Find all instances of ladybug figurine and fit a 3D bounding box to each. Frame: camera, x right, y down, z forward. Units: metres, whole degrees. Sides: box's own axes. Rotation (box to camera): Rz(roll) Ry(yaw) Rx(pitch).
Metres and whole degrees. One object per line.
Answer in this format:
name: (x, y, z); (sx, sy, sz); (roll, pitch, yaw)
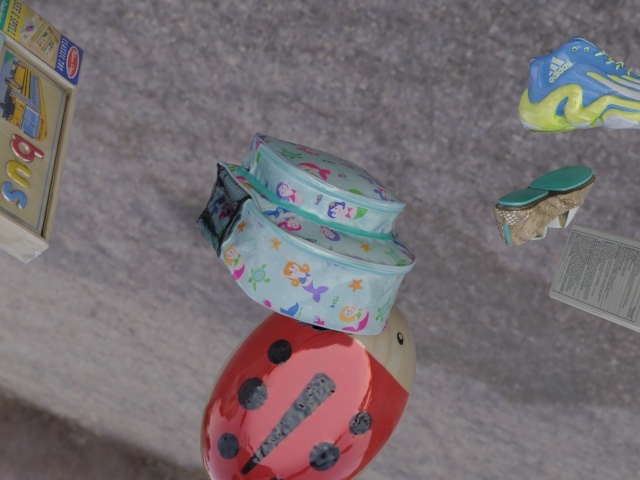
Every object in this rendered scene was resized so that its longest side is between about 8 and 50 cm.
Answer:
ladybug figurine: (-0.024, 0.271, 1.829); (0.305, 0.449, 0.162); (38, 177, 3)

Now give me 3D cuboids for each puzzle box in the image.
puzzle box: (-0.451, -0.193, 1.464); (0.052, 0.409, 0.272); (-30, 132, 27)

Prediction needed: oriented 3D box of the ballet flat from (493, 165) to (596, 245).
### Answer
ballet flat: (0.284, -0.041, 1.397); (0.073, 0.206, 0.067); (13, 115, 42)

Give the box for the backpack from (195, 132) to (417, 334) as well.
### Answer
backpack: (-0.008, -0.002, 1.303); (0.225, 0.191, 0.253); (16, -157, -29)

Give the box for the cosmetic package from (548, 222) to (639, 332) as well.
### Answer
cosmetic package: (0.541, 0.075, 1.898); (0.129, 0.153, 0.296); (18, -176, -21)

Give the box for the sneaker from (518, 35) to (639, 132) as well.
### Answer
sneaker: (0.368, -0.206, 1.420); (0.240, 0.126, 0.091); (0, -175, 31)
